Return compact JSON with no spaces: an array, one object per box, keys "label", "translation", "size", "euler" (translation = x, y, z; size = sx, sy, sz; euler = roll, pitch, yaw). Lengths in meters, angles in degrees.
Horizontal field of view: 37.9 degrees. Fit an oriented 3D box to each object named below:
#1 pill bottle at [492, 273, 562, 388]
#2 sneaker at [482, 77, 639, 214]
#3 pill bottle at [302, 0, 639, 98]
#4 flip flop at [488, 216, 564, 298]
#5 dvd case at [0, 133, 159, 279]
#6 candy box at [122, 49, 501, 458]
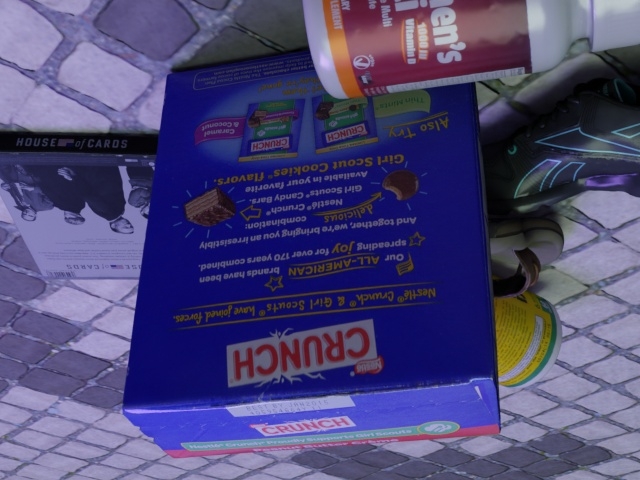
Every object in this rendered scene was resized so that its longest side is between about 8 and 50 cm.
[{"label":"pill bottle","translation":[0.165,0.088,1.061],"size":[0.208,0.117,0.118],"euler":[23,142,-30]},{"label":"sneaker","translation":[0.226,-0.091,0.825],"size":[0.267,0.101,0.106],"euler":[-5,116,25]},{"label":"pill bottle","translation":[0.106,-0.172,0.652],"size":[0.221,0.121,0.121],"euler":[-6,147,13]},{"label":"flip flop","translation":[0.171,0.018,0.913],"size":[0.112,0.080,0.277],"euler":[-3,178,22]},{"label":"dvd case","translation":[-0.236,-0.028,0.985],"size":[0.179,0.029,0.238],"euler":[1,148,1]},{"label":"candy box","translation":[0.000,0.000,0.746],"size":[0.268,0.317,0.122],"euler":[-6,147,13]}]
